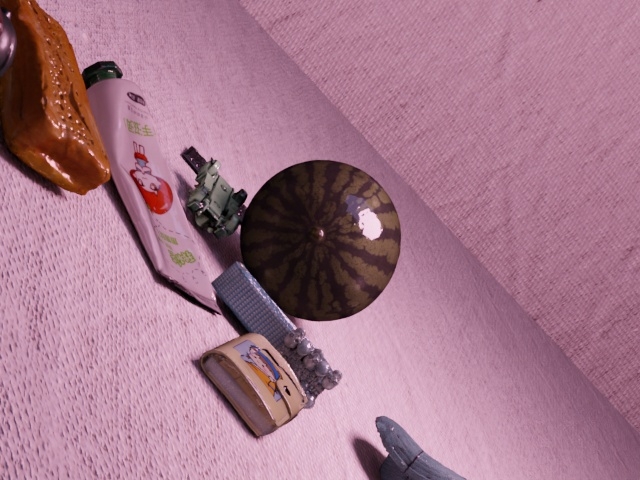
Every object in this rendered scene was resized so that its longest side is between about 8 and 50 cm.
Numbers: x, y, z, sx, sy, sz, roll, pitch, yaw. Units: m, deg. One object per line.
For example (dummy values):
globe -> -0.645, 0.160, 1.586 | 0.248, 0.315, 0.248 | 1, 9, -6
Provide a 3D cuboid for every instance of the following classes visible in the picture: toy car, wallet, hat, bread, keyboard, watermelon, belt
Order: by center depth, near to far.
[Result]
bread -> -0.297, -0.160, 1.726 | 0.139, 0.077, 0.271 | 44, 14, -46
wallet -> -0.066, 0.149, 1.735 | 0.110, 0.039, 0.155 | 50, 12, 4
belt -> -0.055, 0.106, 1.872 | 0.179, 0.065, 0.100 | 48, 3, -5
hat -> 0.120, 0.290, 1.937 | 0.191, 0.078, 0.138 | 36, -9, 39
watermelon -> 0.000, 0.000, 2.050 | 0.212, 0.212, 0.212 | 48, 12, -13
toy car -> -0.135, -0.049, 2.061 | 0.073, 0.054, 0.143 | 46, 16, -14
keyboard -> -0.116, -0.048, 2.232 | 0.202, 0.011, 0.067 | 49, 13, -7

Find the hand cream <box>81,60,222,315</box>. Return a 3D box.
hand cream -> -0.201, -0.066, 1.868 | 0.121, 0.076, 0.336 | 30, 30, -57

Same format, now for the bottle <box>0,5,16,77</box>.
bottle -> -0.367, -0.199, 1.443 | 0.143, 0.156, 0.271 | 20, -3, 25
